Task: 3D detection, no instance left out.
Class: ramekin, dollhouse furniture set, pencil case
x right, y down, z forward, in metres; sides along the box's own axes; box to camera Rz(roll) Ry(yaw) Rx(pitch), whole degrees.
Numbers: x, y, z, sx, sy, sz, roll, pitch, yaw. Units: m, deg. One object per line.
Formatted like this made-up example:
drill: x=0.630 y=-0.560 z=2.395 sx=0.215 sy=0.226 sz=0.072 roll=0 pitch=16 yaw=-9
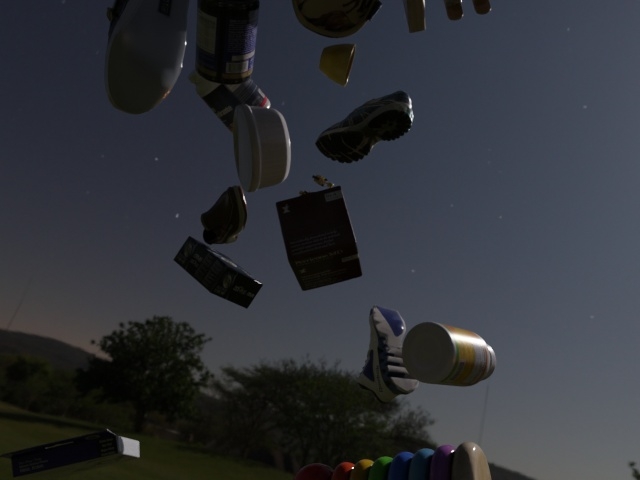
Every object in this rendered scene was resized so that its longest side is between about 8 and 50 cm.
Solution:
ramekin: x=-0.183 y=-0.288 z=1.636 sx=0.127 sy=0.272 sz=0.273 roll=-8 pitch=-17 yaw=-19
dollhouse furniture set: x=0.335 y=-0.657 z=1.365 sx=0.242 sy=0.161 sz=0.212 roll=-9 pitch=-29 yaw=9
pencil case: x=0.046 y=-0.534 z=1.114 sx=0.184 sy=0.410 sz=0.159 roll=-26 pitch=-68 yaw=16

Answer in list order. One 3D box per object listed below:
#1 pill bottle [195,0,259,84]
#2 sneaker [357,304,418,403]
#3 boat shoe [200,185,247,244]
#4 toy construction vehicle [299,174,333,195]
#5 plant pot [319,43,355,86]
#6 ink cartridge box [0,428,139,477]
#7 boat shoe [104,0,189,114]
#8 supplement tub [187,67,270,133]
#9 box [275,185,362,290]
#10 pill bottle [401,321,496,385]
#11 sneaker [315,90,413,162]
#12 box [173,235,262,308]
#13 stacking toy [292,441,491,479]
pill bottle: x=-0.187 y=-0.438 z=1.063 sx=0.123 sy=0.122 sz=0.219 roll=16 pitch=-49 yaw=1
sneaker: x=0.178 y=0.363 z=1.621 sx=0.128 sy=0.315 sz=0.182 roll=20 pitch=-52 yaw=-23
boat shoe: x=-0.245 y=-0.048 z=1.302 sx=0.095 sy=0.095 sz=0.257 roll=-12 pitch=-21 yaw=-22
toy construction vehicle: x=-0.015 y=-0.141 z=1.472 sx=0.035 sy=0.085 sz=0.098 roll=29 pitch=5 yaw=-44
plant pot: x=0.050 y=-0.573 z=1.696 sx=0.095 sy=0.134 sz=0.134 roll=16 pitch=-24 yaw=2
ink cartridge box: x=-0.539 y=0.477 z=1.163 sx=0.223 sy=0.045 sz=0.224 roll=-12 pitch=-26 yaw=-6
boat shoe: x=-0.280 y=-0.343 z=0.828 sx=0.113 sy=0.306 sz=0.105 roll=10 pitch=-2 yaw=-43
supplement tub: x=-0.335 y=-0.546 z=1.952 sx=0.191 sy=0.191 sz=0.272 roll=-11 pitch=-50 yaw=46
box: x=0.000 y=0.000 z=1.324 sx=0.169 sy=0.167 sz=0.203 roll=-15 pitch=-27 yaw=2
pill bottle: x=0.316 y=0.276 z=1.258 sx=0.136 sy=0.136 sz=0.246 roll=-8 pitch=-19 yaw=43
sneaker: x=0.115 y=-0.293 z=1.356 sx=0.283 sy=0.122 sz=0.110 roll=-15 pitch=-47 yaw=34
box: x=-0.260 y=0.081 z=1.345 sx=0.180 sy=0.077 sz=0.147 roll=32 pitch=-3 yaw=39
stacking toy: x=0.100 y=0.402 z=0.858 sx=0.330 sy=0.141 sz=0.141 roll=-11 pitch=-34 yaw=26
